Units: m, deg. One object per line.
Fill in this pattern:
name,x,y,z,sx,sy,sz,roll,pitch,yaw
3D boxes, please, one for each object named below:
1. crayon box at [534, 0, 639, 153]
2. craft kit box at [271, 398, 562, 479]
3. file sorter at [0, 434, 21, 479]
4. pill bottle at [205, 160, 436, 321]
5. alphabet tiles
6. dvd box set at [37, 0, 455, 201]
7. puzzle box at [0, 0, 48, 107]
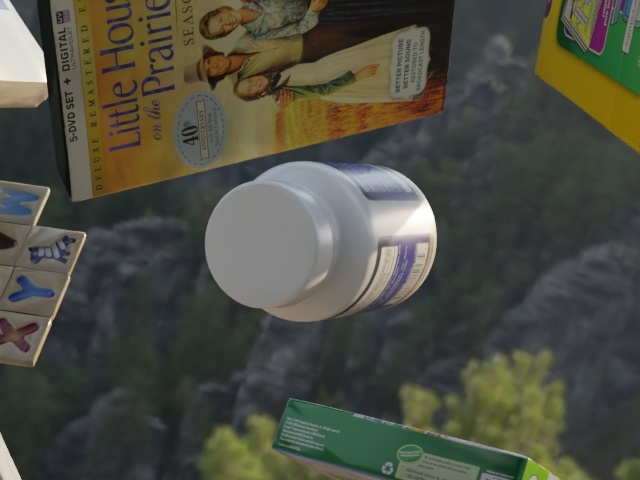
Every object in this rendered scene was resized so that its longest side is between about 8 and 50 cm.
crayon box,0.299,-0.269,1.165,0.106,0.363,0.313,6,18,-12
craft kit box,0.122,0.227,1.321,0.249,0.061,0.246,10,-19,35
file sorter,-0.280,0.142,0.581,0.277,0.193,0.173,-13,30,5
pill bottle,0.000,0.000,1.014,0.112,0.112,0.186,23,10,23
alphabet tiles,-0.419,0.032,1.419,0.342,0.011,0.285,8,48,8
dvd box set,-0.063,-0.217,1.414,0.420,0.308,0.062,-14,43,-19
puzzle box,-0.457,-0.252,1.444,0.272,0.052,0.409,56,23,12
